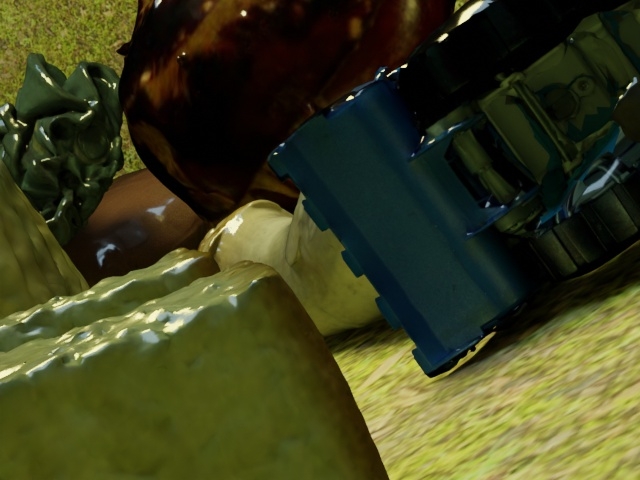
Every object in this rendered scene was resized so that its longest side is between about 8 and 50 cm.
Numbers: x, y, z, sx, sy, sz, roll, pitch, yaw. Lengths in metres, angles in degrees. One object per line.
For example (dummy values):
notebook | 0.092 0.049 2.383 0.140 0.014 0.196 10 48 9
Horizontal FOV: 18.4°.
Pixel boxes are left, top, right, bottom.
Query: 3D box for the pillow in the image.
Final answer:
pillow | -0.174 0.018 1.646 0.308 0.108 0.305 -40 13 -31

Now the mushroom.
mushroom | 0.002 0.004 0.958 0.081 0.092 0.223 -32 -3 -26

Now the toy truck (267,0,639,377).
toy truck | 0.095 -0.054 0.764 0.208 0.113 0.126 -36 1 12

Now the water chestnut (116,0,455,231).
water chestnut | 0.002 -0.123 1.385 0.300 0.300 0.300 -31 6 4

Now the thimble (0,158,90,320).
thimble | -0.203 0.091 0.837 0.271 0.150 0.271 -31 12 8

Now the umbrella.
umbrella | -0.262 -0.032 1.540 0.349 0.094 0.143 -22 50 54

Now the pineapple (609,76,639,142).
pineapple | 0.219 -0.097 0.530 0.310 0.141 0.170 -37 7 30

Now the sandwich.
sandwich | -0.062 0.076 0.517 0.122 0.128 0.236 -25 5 -13
